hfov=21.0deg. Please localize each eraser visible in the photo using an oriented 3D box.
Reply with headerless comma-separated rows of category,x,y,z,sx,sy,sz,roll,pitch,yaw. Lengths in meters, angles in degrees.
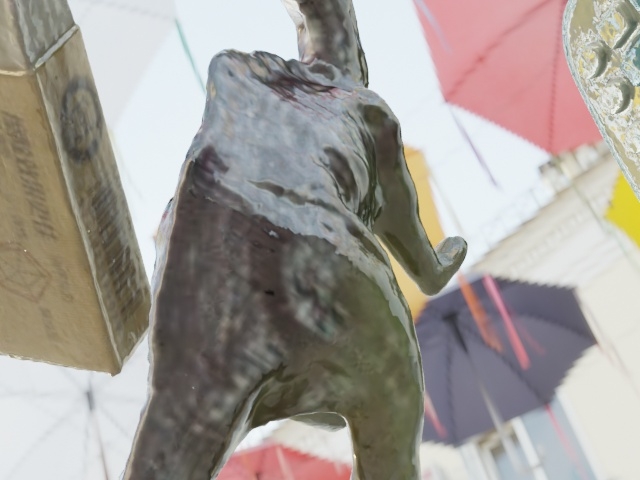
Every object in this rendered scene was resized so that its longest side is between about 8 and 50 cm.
eraser,-0.230,-0.058,1.297,0.144,0.078,0.343,7,-52,23

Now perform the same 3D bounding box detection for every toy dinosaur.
toy dinosaur,-0.006,0.000,0.602,0.077,0.294,0.162,-18,-40,25

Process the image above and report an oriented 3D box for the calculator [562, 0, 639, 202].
calculator,0.285,-0.055,1.123,0.054,0.386,0.256,-29,-14,-23
